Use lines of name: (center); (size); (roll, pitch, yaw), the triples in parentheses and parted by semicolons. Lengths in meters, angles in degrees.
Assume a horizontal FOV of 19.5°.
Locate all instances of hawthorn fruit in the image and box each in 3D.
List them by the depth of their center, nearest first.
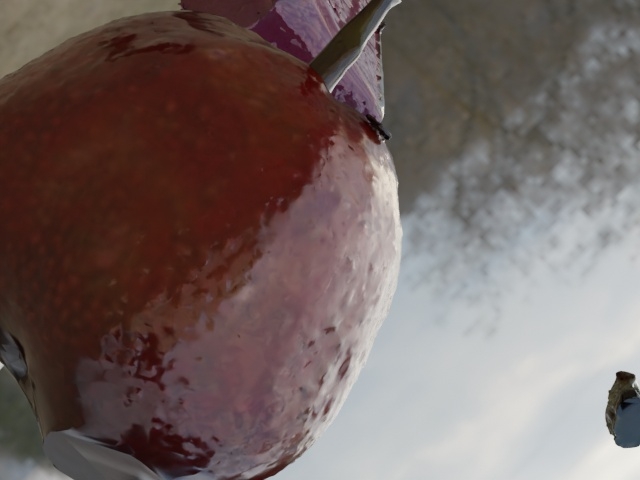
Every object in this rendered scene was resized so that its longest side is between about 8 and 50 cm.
hawthorn fruit: (-0.055, -0.016, 0.874); (0.266, 0.230, 0.210); (-50, 140, 10)

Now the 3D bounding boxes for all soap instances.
soap: (-0.043, -0.229, 1.661); (0.127, 0.220, 0.325); (-29, -151, 16)

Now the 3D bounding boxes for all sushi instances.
sushi: (0.304, 0.162, 1.831); (0.046, 0.044, 0.083); (-102, -174, -46)

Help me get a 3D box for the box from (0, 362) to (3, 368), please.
box: (-0.312, 0.082, 1.723); (0.335, 0.047, 0.187); (-50, 174, -27)
